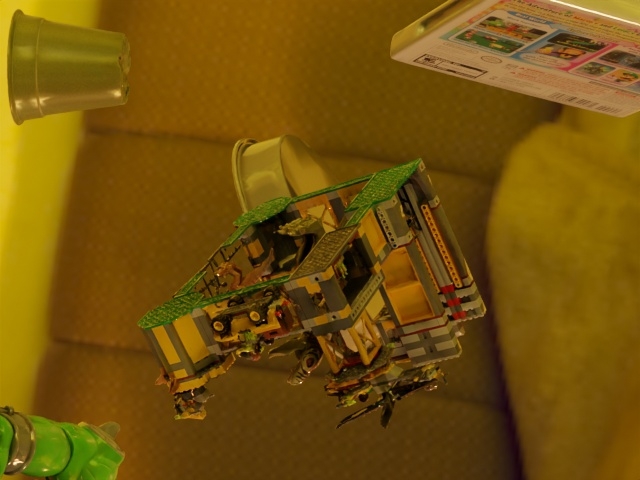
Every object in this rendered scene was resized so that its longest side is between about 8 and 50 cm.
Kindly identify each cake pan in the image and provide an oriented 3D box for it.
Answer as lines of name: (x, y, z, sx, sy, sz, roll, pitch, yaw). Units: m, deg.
cake pan: (0.000, 0.000, 1.928, 0.054, 0.293, 0.293, -29, 38, 15)

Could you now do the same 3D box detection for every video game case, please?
video game case: (0.138, -0.106, 0.916, 0.143, 0.157, 0.019, 157, 122, -66)

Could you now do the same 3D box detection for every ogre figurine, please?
ogre figurine: (-0.164, 0.173, 0.909, 0.097, 0.118, 0.197, 5, 100, 42)

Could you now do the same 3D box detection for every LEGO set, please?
LEGO set: (0.007, 0.081, 1.505, 0.192, 0.255, 0.331, 65, -159, -15)

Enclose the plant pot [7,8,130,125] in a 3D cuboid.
plant pot: (-0.178, -0.124, 1.202, 0.083, 0.079, 0.083, 1, -90, -89)
